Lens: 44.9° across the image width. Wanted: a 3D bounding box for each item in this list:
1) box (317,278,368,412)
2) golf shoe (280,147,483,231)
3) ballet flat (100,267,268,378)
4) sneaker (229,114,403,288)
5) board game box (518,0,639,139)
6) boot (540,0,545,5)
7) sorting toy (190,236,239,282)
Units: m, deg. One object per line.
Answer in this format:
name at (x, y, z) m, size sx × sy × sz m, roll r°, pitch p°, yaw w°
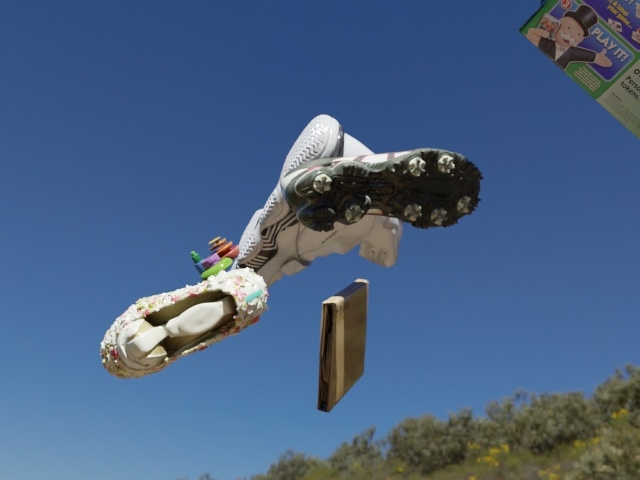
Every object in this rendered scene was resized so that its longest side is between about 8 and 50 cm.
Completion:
box at (0.038, 0.157, 1.201) m, size 0.021 × 0.165 × 0.201 m, roll 5°, pitch 8°, yaw 17°
golf shoe at (0.081, -0.077, 1.006) m, size 0.272 × 0.105 × 0.120 m, roll -2°, pitch 19°, yaw -22°
ballet flat at (-0.171, 0.098, 0.888) m, size 0.241 × 0.091 × 0.077 m, roll -29°, pitch 2°, yaw 17°
sneaker at (0.000, 0.000, 1.196) m, size 0.210 × 0.137 × 0.366 m, roll 27°, pitch -58°, yaw -10°
board game box at (0.428, -0.227, 0.919) m, size 0.317 × 0.046 × 0.213 m, roll 41°, pitch -58°, yaw -2°
boot at (0.439, -0.474, 1.401) m, size 0.094 × 0.246 × 0.207 m, roll 44°, pitch -16°, yaw 19°
sorting toy at (-0.153, 0.023, 1.095) m, size 0.061 × 0.102 × 0.042 m, roll -31°, pitch -81°, yaw 15°
